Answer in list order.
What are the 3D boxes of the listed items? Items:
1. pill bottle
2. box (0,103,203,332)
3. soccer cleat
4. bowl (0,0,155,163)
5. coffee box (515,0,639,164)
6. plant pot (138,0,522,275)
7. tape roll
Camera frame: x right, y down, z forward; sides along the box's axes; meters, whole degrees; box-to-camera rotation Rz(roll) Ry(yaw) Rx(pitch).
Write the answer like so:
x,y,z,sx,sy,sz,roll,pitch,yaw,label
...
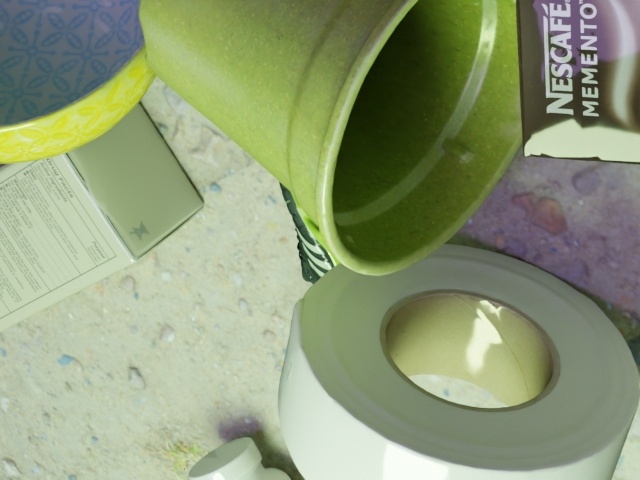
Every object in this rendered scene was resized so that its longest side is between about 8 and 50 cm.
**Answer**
x,y,z,sx,sy,sz,roll,pitch,yaw,label
-0.057,0.295,1.798,0.103,0.103,0.184,-19,105,41,pill bottle
-0.277,-0.013,1.754,0.311,0.121,0.148,-24,101,41,box
0.000,0.000,1.614,0.072,0.060,0.179,-13,110,48,soccer cleat
-0.255,-0.168,1.558,0.289,0.289,0.156,24,153,21,bowl
0.295,-0.144,1.251,0.297,0.119,0.168,5,120,22,coffee box
0.003,-0.153,1.406,0.254,0.276,0.276,32,131,29,plant pot
0.111,0.123,1.457,0.286,0.286,0.100,27,129,19,tape roll
